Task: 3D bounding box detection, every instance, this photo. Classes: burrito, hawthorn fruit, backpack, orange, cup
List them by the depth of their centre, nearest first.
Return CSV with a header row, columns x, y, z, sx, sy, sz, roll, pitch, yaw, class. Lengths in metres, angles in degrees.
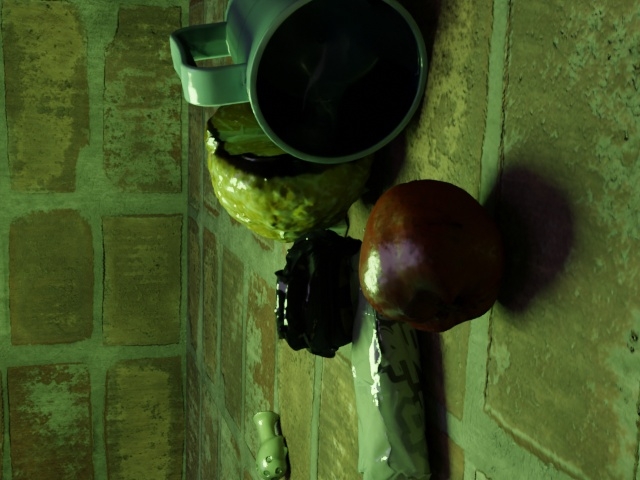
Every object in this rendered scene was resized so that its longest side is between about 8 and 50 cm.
x,y,z,sx,sy,sz,roll,pitch,yaw,class
0.134,0.005,1.075,0.185,0.185,0.202,109,158,-47,hawthorn fruit
0.097,0.167,1.314,0.139,0.101,0.445,146,122,-74,burrito
-0.037,-0.278,1.372,0.257,0.331,0.311,52,-174,-31,cup
-0.002,0.086,1.388,0.258,0.133,0.206,-18,-79,-73,backpack
-0.053,-0.118,1.510,0.368,0.271,0.210,-119,20,-61,orange

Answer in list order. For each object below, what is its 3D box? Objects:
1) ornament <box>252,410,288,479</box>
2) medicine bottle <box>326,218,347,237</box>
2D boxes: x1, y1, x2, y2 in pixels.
x,y,z,sx,sy,sz,roll,pitch,yaw,class
-0.115,0.482,2.054,0.075,0.081,0.156,57,-163,-50,ornament
0.000,0.000,1.646,0.055,0.074,0.118,-109,27,-43,medicine bottle
